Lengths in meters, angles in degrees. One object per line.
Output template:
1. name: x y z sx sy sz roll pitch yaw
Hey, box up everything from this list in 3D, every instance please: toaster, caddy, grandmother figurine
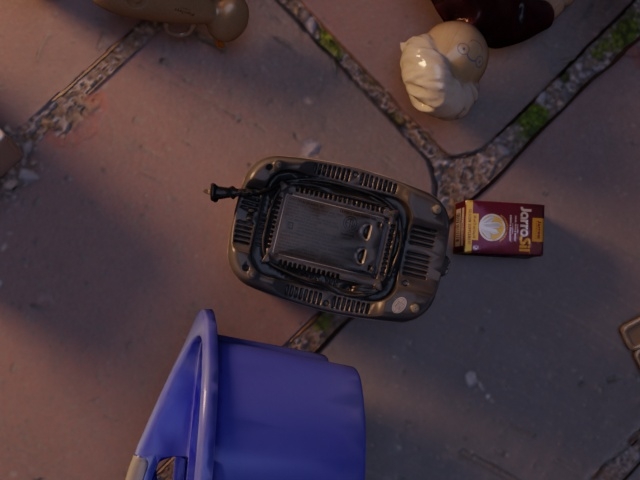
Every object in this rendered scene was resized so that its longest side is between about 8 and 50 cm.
1. toaster: 0.000 0.000 0.785 0.226 0.146 0.129 12 85 -7
2. caddy: -0.079 0.232 0.720 0.179 0.241 0.342 6 86 -13
3. grandmother figurine: 0.173 -0.280 0.843 0.207 0.104 0.342 26 84 -11

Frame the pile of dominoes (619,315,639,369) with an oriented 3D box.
1. pile of dominoes: 0.467 0.121 0.903 0.251 0.040 0.196 -26 91 1

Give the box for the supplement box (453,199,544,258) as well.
1. supplement box: 0.180 -0.011 0.860 0.083 0.043 0.055 2 86 -7

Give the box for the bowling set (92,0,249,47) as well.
1. bowling set: -0.114 -0.354 0.788 0.154 0.200 0.287 10 129 -26

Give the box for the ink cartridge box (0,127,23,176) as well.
1. ink cartridge box: -0.394 -0.105 0.766 0.190 0.082 0.139 44 77 0
